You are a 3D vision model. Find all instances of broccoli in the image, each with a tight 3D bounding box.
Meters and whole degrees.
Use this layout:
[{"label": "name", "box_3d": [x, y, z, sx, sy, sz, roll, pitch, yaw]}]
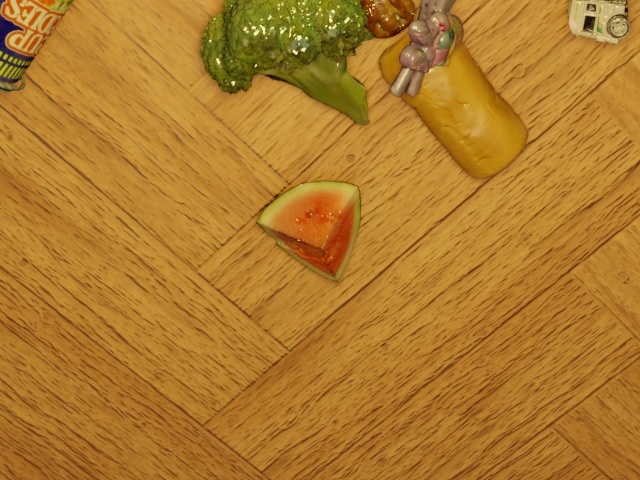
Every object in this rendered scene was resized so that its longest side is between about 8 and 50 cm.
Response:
[{"label": "broccoli", "box_3d": [-0.028, -0.333, 1.744, 0.302, 0.186, 0.254, 3, 153, -23]}]

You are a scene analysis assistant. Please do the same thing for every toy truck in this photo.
[{"label": "toy truck", "box_3d": [0.457, -0.434, 1.740, 0.116, 0.110, 0.216, 9, 117, 8]}]

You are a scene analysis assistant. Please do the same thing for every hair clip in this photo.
[{"label": "hair clip", "box_3d": [0.178, -0.356, 1.687, 0.090, 0.137, 0.278, 20, 108, 31]}]

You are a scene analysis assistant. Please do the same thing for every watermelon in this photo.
[{"label": "watermelon", "box_3d": [-0.002, -0.012, 1.940, 0.193, 0.137, 0.145, -18, 150, 7]}]

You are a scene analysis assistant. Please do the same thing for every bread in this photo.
[{"label": "bread", "box_3d": [0.234, -0.237, 1.836, 0.142, 0.091, 0.305, -36, 111, 20]}]

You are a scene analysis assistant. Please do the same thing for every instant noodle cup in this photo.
[{"label": "instant noodle cup", "box_3d": [-0.474, -0.436, 1.644, 0.284, 0.284, 0.312, 41, 101, -18]}]

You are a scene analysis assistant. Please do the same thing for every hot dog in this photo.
[{"label": "hot dog", "box_3d": [0.091, -0.399, 1.767, 0.099, 0.065, 0.147, -31, 115, 23]}]
